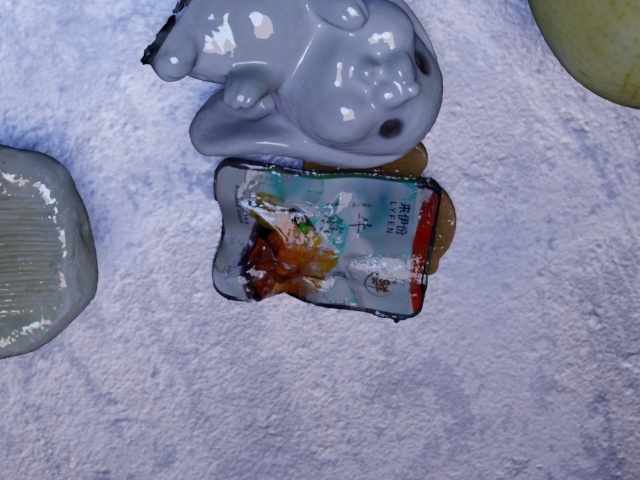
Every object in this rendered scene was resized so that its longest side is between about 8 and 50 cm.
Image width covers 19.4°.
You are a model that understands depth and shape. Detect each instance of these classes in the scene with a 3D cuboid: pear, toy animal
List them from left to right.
[{"bbox_3d":[-0.030,-0.177,1.794,0.249,0.174,0.289,-38,96,-6],"label":"toy animal"},{"bbox_3d":[0.335,-0.269,1.756,0.309,0.309,0.309,-2,105,-6],"label":"pear"}]

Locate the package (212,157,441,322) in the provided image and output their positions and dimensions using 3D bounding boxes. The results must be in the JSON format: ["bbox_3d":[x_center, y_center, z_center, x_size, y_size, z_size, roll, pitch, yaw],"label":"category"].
[{"bbox_3d":[0.000,0.000,1.900,0.232,0.040,0.166,8,116,-1],"label":"package"}]

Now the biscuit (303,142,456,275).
[{"bbox_3d":[0.067,-0.046,1.916,0.184,0.027,0.133,34,105,-13],"label":"biscuit"}]

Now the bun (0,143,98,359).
[{"bbox_3d":[-0.327,0.009,1.835,0.231,0.133,0.231,0,97,0],"label":"bun"}]
